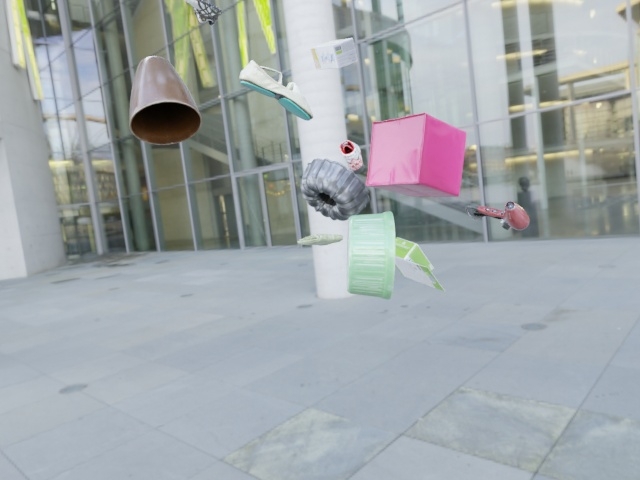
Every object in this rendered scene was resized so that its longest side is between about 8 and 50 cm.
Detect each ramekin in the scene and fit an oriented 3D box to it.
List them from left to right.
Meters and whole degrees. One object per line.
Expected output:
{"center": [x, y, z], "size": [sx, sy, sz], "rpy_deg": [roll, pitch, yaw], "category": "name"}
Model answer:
{"center": [0.167, 0.050, 1.623], "size": [0.148, 0.303, 0.303], "rpy_deg": [1, 5, 2], "category": "ramekin"}

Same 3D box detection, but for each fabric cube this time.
{"center": [0.357, -0.307, 1.772], "size": [0.258, 0.254, 0.259], "rpy_deg": [7, 0, -41], "category": "fabric cube"}

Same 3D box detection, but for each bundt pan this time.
{"center": [0.047, -0.206, 2.107], "size": [0.331, 0.331, 0.124], "rpy_deg": [-1, 50, 51], "category": "bundt pan"}

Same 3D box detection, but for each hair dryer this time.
{"center": [0.719, -0.095, 1.892], "size": [0.224, 0.080, 0.293], "rpy_deg": [16, -11, -2], "category": "hair dryer"}

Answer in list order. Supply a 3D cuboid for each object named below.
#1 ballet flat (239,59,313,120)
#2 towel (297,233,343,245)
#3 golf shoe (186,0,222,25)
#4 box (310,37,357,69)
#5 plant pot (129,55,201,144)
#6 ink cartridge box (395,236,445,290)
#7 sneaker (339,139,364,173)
{"center": [-0.112, -0.437, 1.362], "size": [0.248, 0.086, 0.086], "rpy_deg": [23, -12, -31], "category": "ballet flat"}
{"center": [0.000, 0.000, 1.611], "size": [0.110, 0.027, 0.148], "rpy_deg": [2, -9, -32], "category": "towel"}
{"center": [-0.522, -1.004, 2.058], "size": [0.077, 0.094, 0.198], "rpy_deg": [43, 23, 32], "category": "golf shoe"}
{"center": [0.060, -0.845, 2.140], "size": [0.114, 0.103, 0.203], "rpy_deg": [-28, 28, -22], "category": "box"}
{"center": [-0.508, -0.462, 1.499], "size": [0.215, 0.230, 0.215], "rpy_deg": [-15, -20, -5], "category": "plant pot"}
{"center": [0.435, 0.104, 2.057], "size": [0.097, 0.189, 0.255], "rpy_deg": [-51, 36, -14], "category": "ink cartridge box"}
{"center": [0.147, -0.467, 2.395], "size": [0.090, 0.145, 0.270], "rpy_deg": [-25, 43, 11], "category": "sneaker"}
